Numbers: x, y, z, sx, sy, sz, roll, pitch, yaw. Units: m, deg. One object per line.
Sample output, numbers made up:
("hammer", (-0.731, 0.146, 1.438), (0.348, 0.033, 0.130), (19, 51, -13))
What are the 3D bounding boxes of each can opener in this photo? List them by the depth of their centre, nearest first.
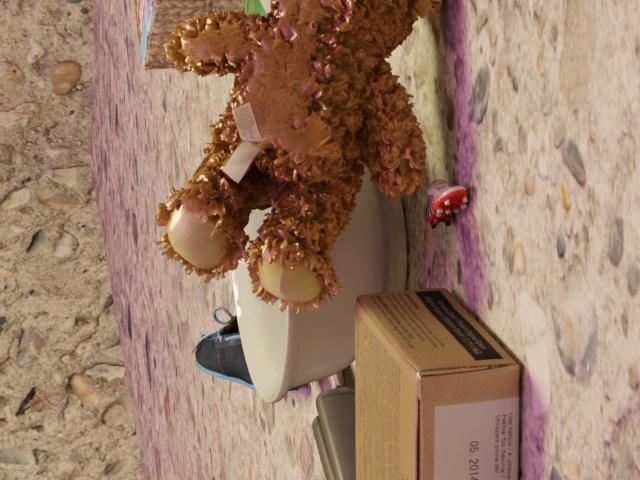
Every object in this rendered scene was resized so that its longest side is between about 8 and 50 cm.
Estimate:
("can opener", (-0.006, 0.193, 1.954), (0.076, 0.095, 0.283), (97, 164, -45))

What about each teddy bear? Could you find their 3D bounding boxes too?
("teddy bear", (-0.016, -0.107, 1.573), (0.113, 0.245, 0.338), (4, -90, -65))

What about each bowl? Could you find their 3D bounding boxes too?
("bowl", (0.000, 0.000, 1.764), (0.298, 0.134, 0.298), (175, 90, -78))

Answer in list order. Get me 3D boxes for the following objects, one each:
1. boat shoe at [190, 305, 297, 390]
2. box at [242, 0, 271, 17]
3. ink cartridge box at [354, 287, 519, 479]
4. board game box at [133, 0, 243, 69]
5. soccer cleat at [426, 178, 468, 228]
("boat shoe", (-0.078, 0.129, 2.311), (0.258, 0.109, 0.089), (7, 95, 61))
("box", (-0.027, -0.241, 1.973), (0.322, 0.058, 0.232), (-152, 58, -76))
("ink cartridge box", (0.091, 0.178, 1.522), (0.193, 0.088, 0.235), (-130, 38, -67))
("board game box", (-0.163, -0.398, 2.337), (0.232, 0.141, 0.291), (109, 153, -62))
("soccer cleat", (0.101, -0.036, 1.536), (0.083, 0.029, 0.036), (112, 147, -74))
